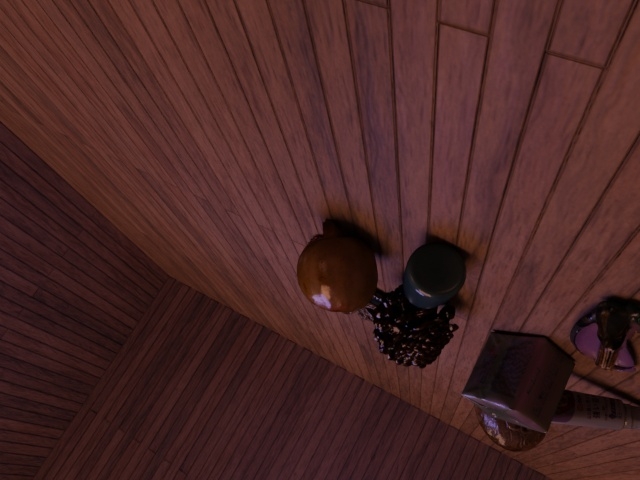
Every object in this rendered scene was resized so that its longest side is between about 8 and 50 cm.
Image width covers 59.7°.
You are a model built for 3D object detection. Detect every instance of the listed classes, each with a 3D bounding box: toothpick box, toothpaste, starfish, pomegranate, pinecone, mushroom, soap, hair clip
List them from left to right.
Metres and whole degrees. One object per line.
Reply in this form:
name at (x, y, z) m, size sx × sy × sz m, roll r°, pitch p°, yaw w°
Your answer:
pomegranate at (0.045, 0.078, 1.355) m, size 0.207 × 0.207 × 0.207 m, roll 28°, pitch 162°, yaw 10°
starfish at (0.107, 0.204, 1.742) m, size 0.238 × 0.057 × 0.213 m, roll 31°, pitch 157°, yaw -9°
pinecone at (0.228, 0.209, 1.417) m, size 0.221 × 0.221 × 0.221 m, roll 28°, pitch 162°, yaw 10°
toothpick box at (0.235, 0.084, 1.198) m, size 0.120 × 0.120 × 0.184 m, roll 28°, pitch 165°, yaw 9°
mushroom at (0.684, 0.685, 2.058) m, size 0.285 × 0.151 × 0.156 m, roll 28°, pitch 161°, yaw 7°
soap at (0.482, 0.340, 1.364) m, size 0.138 × 0.199 × 0.182 m, roll 40°, pitch 160°, yaw -18°
toothpaste at (0.641, 0.417, 1.384) m, size 0.299 × 0.114 × 0.073 m, roll 5°, pitch 136°, yaw 14°
hair clip at (0.561, 0.201, 1.099) m, size 0.110 × 0.096 × 0.358 m, roll -15°, pitch 154°, yaw 17°

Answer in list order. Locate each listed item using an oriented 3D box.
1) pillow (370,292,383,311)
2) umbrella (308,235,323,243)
pillow at (0.175, 0.194, 1.731) m, size 0.255 × 0.034 × 0.189 m, roll 31°, pitch 162°, yaw -1°
umbrella at (0.000, 0.000, 1.505) m, size 0.027 × 0.025 × 0.165 m, roll 56°, pitch 156°, yaw -7°
